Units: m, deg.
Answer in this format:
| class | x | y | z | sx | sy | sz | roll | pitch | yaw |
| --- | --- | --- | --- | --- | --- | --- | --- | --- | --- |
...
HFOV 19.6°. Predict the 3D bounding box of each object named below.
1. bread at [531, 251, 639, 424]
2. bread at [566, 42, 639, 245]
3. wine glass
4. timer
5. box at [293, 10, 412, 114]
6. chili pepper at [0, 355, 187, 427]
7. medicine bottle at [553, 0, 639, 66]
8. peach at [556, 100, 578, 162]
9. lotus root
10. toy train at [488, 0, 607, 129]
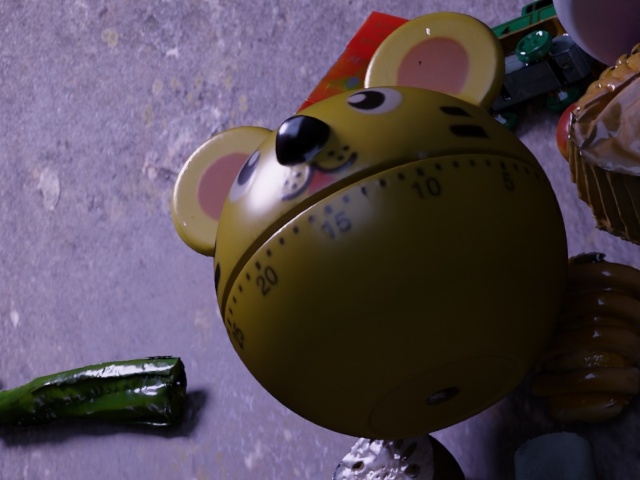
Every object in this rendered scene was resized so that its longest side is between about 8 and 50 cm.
| class | x | y | z | sx | sy | sz | roll | pitch | yaw |
| --- | --- | --- | --- | --- | --- | --- | --- | --- | --- |
| bread | 0.264 | 0.094 | 1.809 | 0.119 | 0.084 | 0.177 | -10 | 53 | 33 |
| bread | 0.357 | -0.115 | 1.861 | 0.240 | 0.139 | 0.240 | -14 | 55 | 21 |
| wine glass | 0.221 | 0.274 | 1.673 | 0.093 | 0.093 | 0.202 | -22 | 44 | 23 |
| timer | 0.048 | -0.013 | 1.773 | 0.376 | 0.376 | 0.387 | -30 | 60 | 14 |
| box | 0.062 | -0.193 | 2.255 | 0.112 | 0.048 | 0.175 | 24 | 71 | 46 |
| chili pepper | -0.305 | 0.182 | 2.208 | 0.359 | 0.076 | 0.085 | -4 | 78 | 37 |
| medicine bottle | 0.371 | -0.366 | 1.997 | 0.256 | 0.256 | 0.325 | -19 | 45 | 26 |
| peach | 0.294 | -0.122 | 1.992 | 0.098 | 0.061 | 0.098 | -23 | 49 | 29 |
| lotus root | 0.078 | 0.248 | 1.821 | 0.122 | 0.081 | 0.112 | -1 | 56 | 38 |
| toy train | 0.228 | -0.205 | 2.104 | 0.227 | 0.091 | 0.136 | -19 | 34 | 27 |
